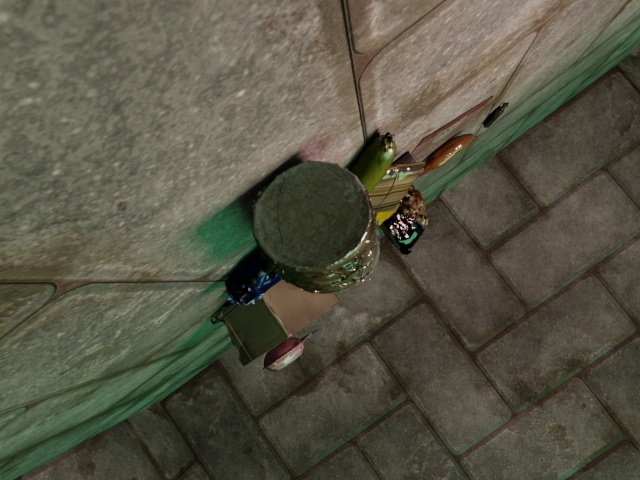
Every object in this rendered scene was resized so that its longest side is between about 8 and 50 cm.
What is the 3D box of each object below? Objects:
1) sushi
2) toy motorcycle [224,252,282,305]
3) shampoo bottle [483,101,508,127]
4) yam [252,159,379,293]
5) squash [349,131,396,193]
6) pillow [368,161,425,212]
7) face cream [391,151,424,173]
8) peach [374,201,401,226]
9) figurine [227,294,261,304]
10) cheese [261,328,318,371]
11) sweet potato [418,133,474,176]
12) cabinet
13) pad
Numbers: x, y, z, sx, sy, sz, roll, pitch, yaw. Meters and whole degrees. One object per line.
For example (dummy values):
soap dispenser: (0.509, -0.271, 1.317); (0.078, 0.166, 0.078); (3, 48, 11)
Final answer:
sushi: (0.319, -0.095, 1.966); (0.219, 0.225, 0.238); (-44, -154, -5)
toy motorcycle: (-0.135, 0.074, 1.354); (0.196, 0.125, 0.331); (-30, 174, -43)
shampoo bottle: (0.628, -0.449, 1.852); (0.048, 0.027, 0.137); (-47, 177, -20)
yam: (0.002, -0.014, 1.014); (0.241, 0.241, 0.348); (-36, 168, -2)
squash: (0.100, -0.153, 1.189); (0.318, 0.080, 0.071); (-45, -153, 52)
pillow: (0.163, -0.134, 1.407); (0.208, 0.052, 0.212); (-9, 148, -28)
face cream: (0.172, -0.145, 1.518); (0.284, 0.073, 0.073); (-39, 172, 16)
peach: (0.188, -0.118, 1.694); (0.127, 0.092, 0.172); (-44, 159, 16)
figurine: (-0.238, 0.169, 1.589); (0.115, 0.079, 0.114); (-16, 148, -10)
cheese: (-0.107, 0.384, 1.829); (0.189, 0.074, 0.286); (-36, 174, 32)
sweet potato: (0.413, -0.289, 1.782); (0.255, 0.058, 0.078); (-36, -166, 27)
cabinet: (-0.165, 0.241, 1.817); (0.318, 0.227, 0.290); (-40, 172, 41)
pad: (0.385, -0.330, 1.597); (0.300, 0.005, 0.202); (-33, 171, -22)
